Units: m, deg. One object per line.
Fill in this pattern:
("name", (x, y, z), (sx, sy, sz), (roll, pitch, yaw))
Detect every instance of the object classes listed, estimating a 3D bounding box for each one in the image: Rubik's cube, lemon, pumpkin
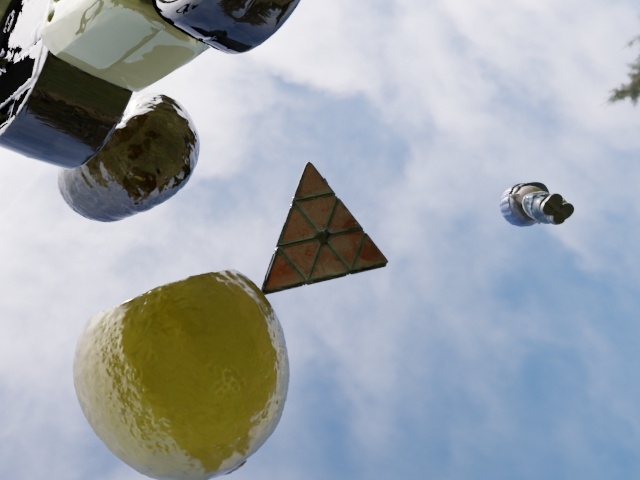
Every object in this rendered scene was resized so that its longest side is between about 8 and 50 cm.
("Rubik's cube", (0.000, 0.000, 1.093), (0.190, 0.178, 0.211), (24, -87, -17))
("lemon", (-0.147, 0.162, 0.759), (0.240, 0.240, 0.219), (-17, -101, -34))
("pumpkin", (-0.276, -0.133, 0.963), (0.219, 0.219, 0.162), (-50, -62, -36))

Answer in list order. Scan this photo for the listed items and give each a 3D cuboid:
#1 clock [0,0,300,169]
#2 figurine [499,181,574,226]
("clock", (-0.146, -0.209, 0.492), (0.120, 0.379, 0.277), (21, -119, -43))
("figurine", (0.354, -0.054, 1.085), (0.086, 0.149, 0.087), (33, -84, -13))
